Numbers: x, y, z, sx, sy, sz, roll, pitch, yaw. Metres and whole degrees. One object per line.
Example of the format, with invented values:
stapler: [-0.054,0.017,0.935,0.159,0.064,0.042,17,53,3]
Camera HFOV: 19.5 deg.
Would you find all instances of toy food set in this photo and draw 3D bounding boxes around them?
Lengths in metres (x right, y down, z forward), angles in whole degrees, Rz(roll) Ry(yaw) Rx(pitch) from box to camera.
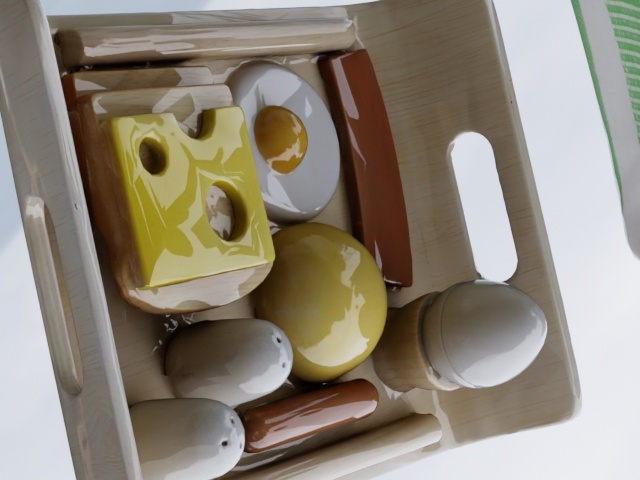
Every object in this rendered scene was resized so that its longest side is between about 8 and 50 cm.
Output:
toy food set: [0.000,0.000,0.774,0.092,0.219,0.306,-13,179,37]

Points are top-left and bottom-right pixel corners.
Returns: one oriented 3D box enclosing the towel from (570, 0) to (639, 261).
towel: [0.227,-0.046,1.013,0.038,0.248,0.325,-21,-156,-10]
